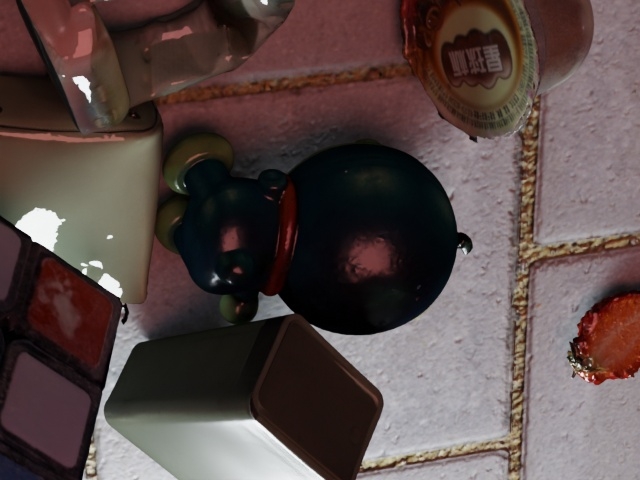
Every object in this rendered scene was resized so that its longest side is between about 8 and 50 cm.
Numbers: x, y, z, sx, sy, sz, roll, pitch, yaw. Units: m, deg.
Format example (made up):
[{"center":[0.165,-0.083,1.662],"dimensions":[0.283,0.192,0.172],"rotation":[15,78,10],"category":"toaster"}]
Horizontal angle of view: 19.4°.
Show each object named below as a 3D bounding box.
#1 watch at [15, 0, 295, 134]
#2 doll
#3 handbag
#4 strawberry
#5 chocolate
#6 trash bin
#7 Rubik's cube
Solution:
[{"center":[-0.143,-0.217,1.699],"dimensions":[0.241,0.161,0.253],"rotation":[-24,163,-7],"category":"watch"},{"center":[0.000,-0.001,1.887],"dimensions":[0.322,0.186,0.198],"rotation":[-2,129,-13],"category":"doll"},{"center":[-0.275,-0.007,1.852],"dimensions":[0.241,0.109,0.315],"rotation":[3,122,-17],"category":"handbag"},{"center":[0.338,0.103,2.130],"dimensions":[0.152,0.048,0.104],"rotation":[-36,117,-10],"category":"strawberry"},{"center":[0.188,-0.218,1.844],"dimensions":[0.147,0.221,0.221],"rotation":[-27,128,-33],"category":"chocolate"},{"center":[-0.082,0.174,1.928],"dimensions":[0.164,0.240,0.122],"rotation":[43,56,-31],"category":"trash bin"},{"center":[-0.434,0.163,1.697],"dimensions":[0.359,0.362,0.363],"rotation":[34,128,-29],"category":"Rubik's cube"}]
